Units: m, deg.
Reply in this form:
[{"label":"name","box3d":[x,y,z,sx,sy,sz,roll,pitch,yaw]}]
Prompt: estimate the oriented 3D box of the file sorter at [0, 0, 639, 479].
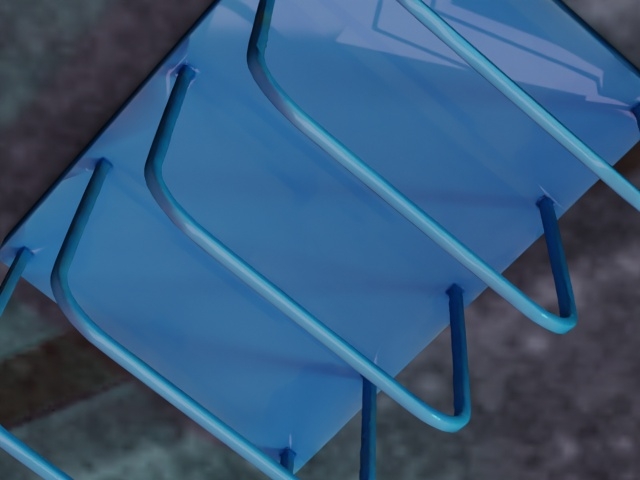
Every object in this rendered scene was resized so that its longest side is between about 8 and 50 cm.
[{"label":"file sorter","box3d":[0.000,0.000,0.475,0.118,0.104,0.170,39,110,-15]}]
